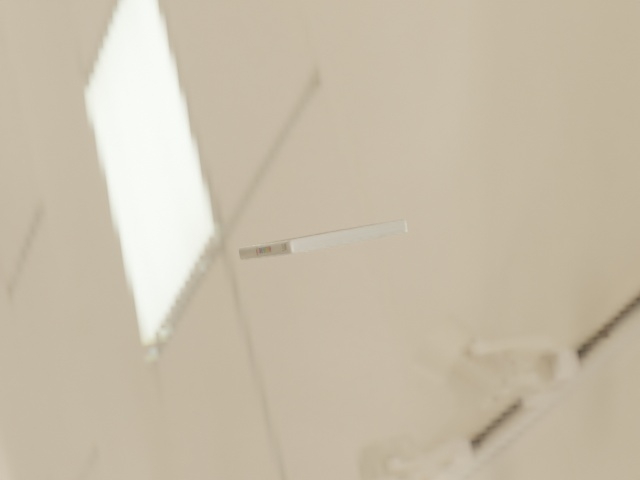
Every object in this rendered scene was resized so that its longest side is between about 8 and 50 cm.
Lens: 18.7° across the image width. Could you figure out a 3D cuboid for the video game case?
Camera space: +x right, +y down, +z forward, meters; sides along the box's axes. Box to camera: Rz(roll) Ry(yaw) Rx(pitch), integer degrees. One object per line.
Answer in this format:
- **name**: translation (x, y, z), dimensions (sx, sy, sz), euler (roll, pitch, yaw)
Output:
- **video game case**: translation (0.000, 0.000, 1.379), dimensions (0.122, 0.087, 0.011), euler (171, -91, -71)
